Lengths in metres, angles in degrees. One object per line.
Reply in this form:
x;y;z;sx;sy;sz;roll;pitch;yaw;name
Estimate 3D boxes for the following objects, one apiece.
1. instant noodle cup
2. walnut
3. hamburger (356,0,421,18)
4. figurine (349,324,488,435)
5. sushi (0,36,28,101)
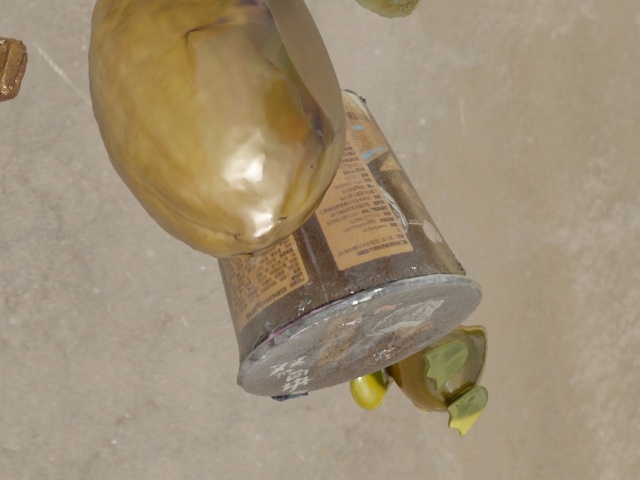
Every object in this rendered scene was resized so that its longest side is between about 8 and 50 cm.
0.000;0.000;0.777;0.217;0.217;0.207;4;57;-47;instant noodle cup
-0.059;-0.089;0.496;0.137;0.137;0.245;23;38;-45;walnut
0.081;-0.450;1.429;0.208;0.135;0.155;10;77;-52;hamburger
0.159;0.189;1.445;0.215;0.228;0.215;5;83;-52;figurine
-0.441;-0.239;1.259;0.052;0.055;0.120;55;35;-61;sushi
